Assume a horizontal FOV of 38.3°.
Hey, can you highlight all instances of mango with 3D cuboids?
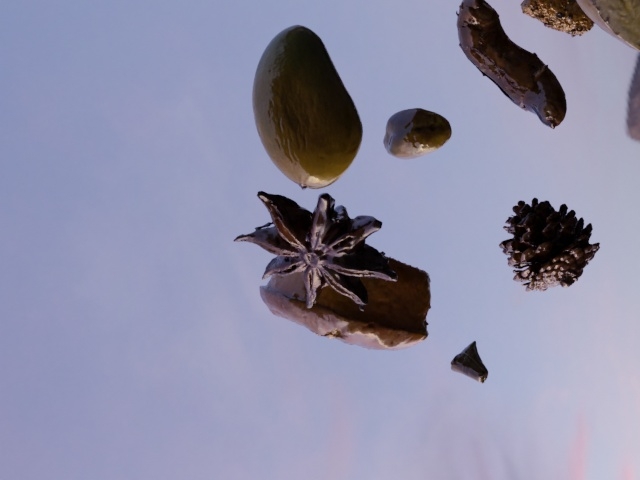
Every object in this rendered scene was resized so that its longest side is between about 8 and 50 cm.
[{"bbox_3d":[-0.027,-0.182,1.260,0.091,0.137,0.237,68,177,-69],"label":"mango"}]

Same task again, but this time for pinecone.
[{"bbox_3d":[0.379,0.006,1.554,0.173,0.174,0.173,40,-138,-49],"label":"pinecone"}]

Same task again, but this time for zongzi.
[{"bbox_3d":[0.296,0.226,1.726,0.083,0.076,0.040,-34,-48,-34],"label":"zongzi"}]

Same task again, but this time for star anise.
[{"bbox_3d":[0.000,0.000,1.464,0.272,0.272,0.102,58,-141,-29],"label":"star anise"}]

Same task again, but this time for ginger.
[{"bbox_3d":[0.375,-0.351,1.818,0.309,0.107,0.133,49,168,2],"label":"ginger"}]

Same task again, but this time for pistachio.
[{"bbox_3d":[0.209,-0.242,2.124,0.100,0.189,0.110,41,-119,-38],"label":"pistachio"}]

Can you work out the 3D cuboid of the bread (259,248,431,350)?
[{"bbox_3d":[0.034,0.085,1.690,0.179,0.340,0.194,32,-103,-65],"label":"bread"}]

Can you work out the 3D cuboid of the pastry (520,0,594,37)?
[{"bbox_3d":[0.431,-0.414,1.647,0.140,0.080,0.056,25,-161,-17],"label":"pastry"}]

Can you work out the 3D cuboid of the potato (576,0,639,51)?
[{"bbox_3d":[0.404,-0.343,1.129,0.299,0.116,0.239,23,-90,-21],"label":"potato"}]
